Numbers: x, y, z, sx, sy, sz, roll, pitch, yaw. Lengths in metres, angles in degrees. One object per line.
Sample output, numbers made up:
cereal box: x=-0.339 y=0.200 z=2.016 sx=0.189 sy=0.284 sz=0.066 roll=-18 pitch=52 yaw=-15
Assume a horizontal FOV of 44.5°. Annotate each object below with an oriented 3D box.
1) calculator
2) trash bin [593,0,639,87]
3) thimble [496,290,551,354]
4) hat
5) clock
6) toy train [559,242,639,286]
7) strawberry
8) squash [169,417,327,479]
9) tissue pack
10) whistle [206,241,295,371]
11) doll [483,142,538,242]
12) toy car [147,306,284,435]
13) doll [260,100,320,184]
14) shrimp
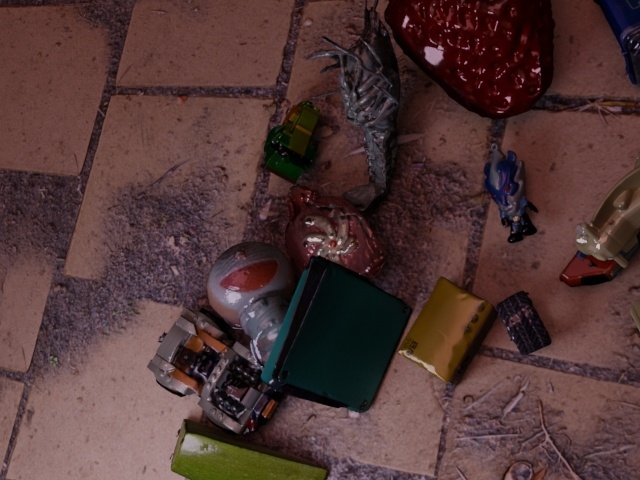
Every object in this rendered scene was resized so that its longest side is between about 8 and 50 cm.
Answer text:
calculator: x=0.033 y=0.178 z=1.442 sx=0.058 sy=0.274 sz=0.248 roll=19 pitch=85 yaw=50
trash bin: x=0.591 y=-0.407 z=1.407 sx=0.163 sy=0.184 sz=0.234 roll=-26 pitch=56 yaw=15
thimble: x=0.359 y=0.145 z=1.385 sx=0.066 sy=0.095 sz=0.104 roll=-29 pitch=57 yaw=12
hat: x=0.000 y=0.000 z=1.575 sx=0.237 sy=0.107 sz=0.286 roll=-44 pitch=57 yaw=29
clock: x=0.532 y=-0.019 z=1.181 sx=0.276 sy=0.120 sz=0.379 roll=-42 pitch=24 yaw=22
toy train: x=0.574 y=-0.069 z=1.354 sx=0.089 sy=0.086 sz=0.409 roll=40 pitch=94 yaw=25
strawberry: x=0.313 y=-0.404 z=1.490 sx=0.318 sy=0.295 sz=0.345 roll=-28 pitch=101 yaw=9
squash: x=-0.152 y=0.453 z=1.565 sx=0.289 sy=0.203 sz=0.111 roll=17 pitch=81 yaw=-8
tissue pack: x=0.234 y=0.168 z=1.442 sx=0.120 sy=0.082 sz=0.169 roll=30 pitch=90 yaw=29
whistle: x=-0.114 y=0.129 z=1.534 sx=0.189 sy=0.189 sz=0.347 roll=-37 pitch=56 yaw=11
doll: x=0.354 y=-0.095 z=1.473 sx=0.096 sy=0.070 sz=0.195 roll=-32 pitch=65 yaw=47
toy car: x=-0.206 y=0.264 z=1.595 sx=0.301 sy=0.118 sz=0.193 roll=30 pitch=84 yaw=29
doll: x=-0.055 y=-0.210 z=1.656 sx=0.134 sy=0.106 sz=0.186 roll=-30 pitch=38 yaw=58
shrimp: x=0.086 y=-0.260 z=1.527 sx=0.166 sy=0.410 sz=0.221 roll=-22 pitch=25 yaw=-17
